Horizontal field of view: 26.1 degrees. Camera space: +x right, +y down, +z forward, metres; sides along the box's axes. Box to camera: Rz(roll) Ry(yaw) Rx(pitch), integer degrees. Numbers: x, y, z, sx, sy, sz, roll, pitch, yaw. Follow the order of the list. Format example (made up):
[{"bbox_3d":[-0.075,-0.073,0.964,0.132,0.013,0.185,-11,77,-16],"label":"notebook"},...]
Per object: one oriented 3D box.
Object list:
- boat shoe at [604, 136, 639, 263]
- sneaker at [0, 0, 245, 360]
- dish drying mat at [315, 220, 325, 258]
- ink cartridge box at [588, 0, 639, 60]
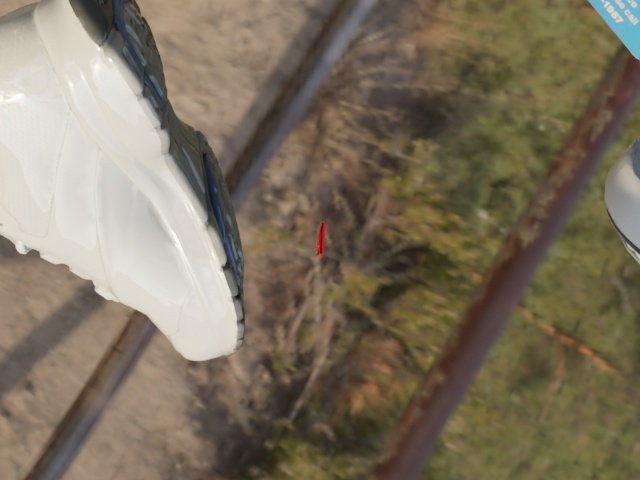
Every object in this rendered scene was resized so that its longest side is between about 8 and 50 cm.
[{"bbox_3d":[0.256,0.036,0.736,0.306,0.113,0.105,15,134,-30],"label":"boat shoe"},{"bbox_3d":[-0.127,-0.028,0.816,0.129,0.111,0.297,-18,134,6],"label":"sneaker"},{"bbox_3d":[0.000,0.000,1.305,0.083,0.008,0.032,99,-4,-87],"label":"dish drying mat"},{"bbox_3d":[0.188,-0.224,0.551,0.168,0.233,0.171,-37,88,-36],"label":"ink cartridge box"}]
